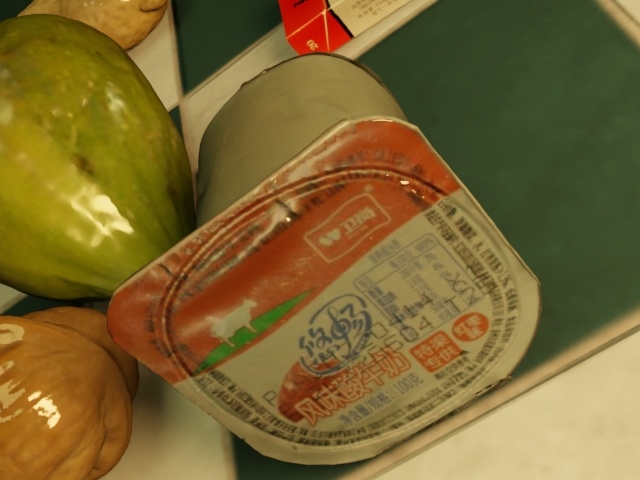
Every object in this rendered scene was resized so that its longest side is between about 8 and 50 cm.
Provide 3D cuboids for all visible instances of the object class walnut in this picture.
[{"bbox_3d":[-0.209,0.119,0.593,0.166,0.149,0.166,-39,12,10],"label":"walnut"}]

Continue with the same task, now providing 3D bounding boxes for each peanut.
[{"bbox_3d":[-0.290,-0.270,1.017,0.263,0.101,0.117,-13,69,33],"label":"peanut"}]

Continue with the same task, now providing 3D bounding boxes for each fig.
[{"bbox_3d":[-0.209,-0.056,0.669,0.233,0.233,0.314,-47,34,-1],"label":"fig"}]

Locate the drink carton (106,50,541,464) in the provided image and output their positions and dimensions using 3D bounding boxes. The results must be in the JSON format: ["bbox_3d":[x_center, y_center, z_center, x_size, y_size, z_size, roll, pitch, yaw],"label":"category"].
[{"bbox_3d":[0.000,0.000,0.491,0.185,0.191,0.190,-38,30,13],"label":"drink carton"}]

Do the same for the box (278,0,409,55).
[{"bbox_3d":[0.034,-0.238,0.750,0.152,0.048,0.100,-28,41,18],"label":"box"}]
